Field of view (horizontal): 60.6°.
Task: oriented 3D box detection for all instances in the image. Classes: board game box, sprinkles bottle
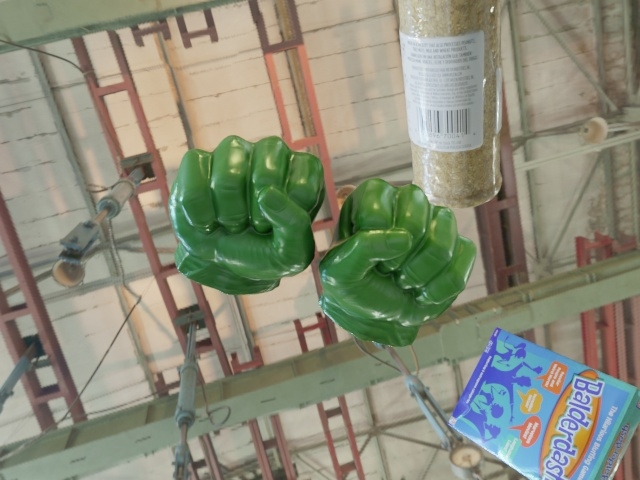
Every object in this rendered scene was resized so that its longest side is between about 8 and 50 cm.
[{"bbox_3d":[0.288,0.225,0.720,0.047,0.210,0.160,32,-97,-35],"label":"board game box"},{"bbox_3d":[0.154,-0.213,0.649,0.121,0.121,0.356,-17,-55,-7],"label":"sprinkles bottle"}]

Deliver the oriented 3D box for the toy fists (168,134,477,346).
[{"bbox_3d":[0.000,0.000,0.492,0.278,0.096,0.142,19,-59,-4],"label":"toy fists"}]
